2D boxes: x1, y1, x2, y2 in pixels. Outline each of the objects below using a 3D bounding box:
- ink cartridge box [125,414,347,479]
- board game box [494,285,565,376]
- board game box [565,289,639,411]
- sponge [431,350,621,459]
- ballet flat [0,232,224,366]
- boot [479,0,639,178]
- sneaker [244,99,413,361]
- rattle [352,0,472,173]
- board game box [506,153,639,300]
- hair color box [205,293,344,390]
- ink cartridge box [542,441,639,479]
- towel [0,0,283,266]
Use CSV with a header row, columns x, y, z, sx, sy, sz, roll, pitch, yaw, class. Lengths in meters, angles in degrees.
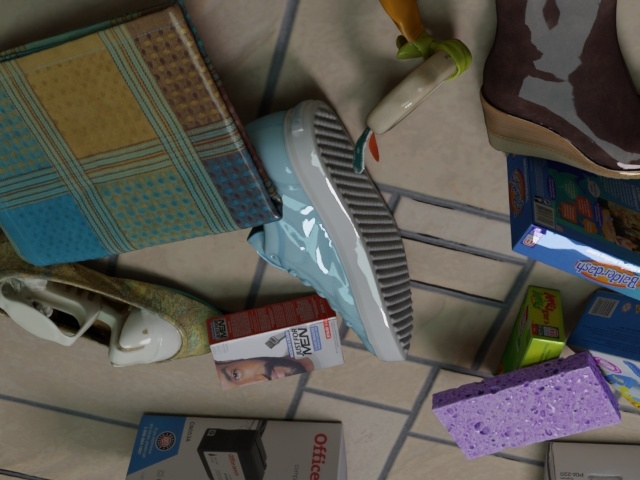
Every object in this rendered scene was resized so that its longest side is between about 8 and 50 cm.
x,y,z,sx,sy,sz,roll,pitch,yaw,class
-0.122,0.379,1.575,0.307,0.223,0.129,2,131,5,ink cartridge box
0.268,0.157,1.418,0.043,0.092,0.181,10,132,-1,board game box
0.502,0.194,1.309,0.302,0.086,0.308,40,166,-25,board game box
0.260,0.211,1.383,0.210,0.031,0.117,-19,127,22,sponge
-0.286,0.100,1.419,0.348,0.123,0.123,23,130,-14,ballet flat
0.291,-0.169,1.124,0.248,0.090,0.207,5,134,7,boot
0.000,0.000,1.298,0.150,0.135,0.366,-10,122,25,sneaker
0.057,-0.174,1.166,0.143,0.130,0.199,36,154,-10,rattle
0.310,-0.020,1.210,0.210,0.160,0.047,21,131,-11,board game box
-0.058,0.133,1.435,0.167,0.053,0.093,-12,131,-2,hair color box
0.407,0.400,1.620,0.158,0.092,0.218,1,134,6,ink cartridge box
-0.248,-0.103,1.216,0.370,0.040,0.271,-10,121,28,towel
